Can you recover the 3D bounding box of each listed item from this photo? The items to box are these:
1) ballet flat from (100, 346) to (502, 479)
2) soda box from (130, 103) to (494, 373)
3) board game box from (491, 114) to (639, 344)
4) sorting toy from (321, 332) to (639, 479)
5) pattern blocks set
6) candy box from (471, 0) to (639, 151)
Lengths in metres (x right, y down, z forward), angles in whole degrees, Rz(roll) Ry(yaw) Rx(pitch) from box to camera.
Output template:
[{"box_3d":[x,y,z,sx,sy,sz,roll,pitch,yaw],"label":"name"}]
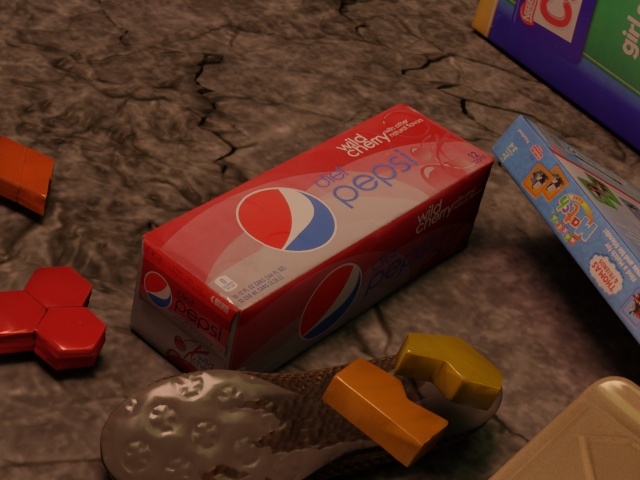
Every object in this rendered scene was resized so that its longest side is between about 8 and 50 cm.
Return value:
[{"box_3d":[-0.010,0.109,0.922,0.250,0.058,0.084,-10,79,-19],"label":"ballet flat"},{"box_3d":[0.000,0.000,1.029,0.092,0.083,0.263,35,44,25],"label":"soda box"},{"box_3d":[0.221,0.015,1.048,0.160,0.039,0.211,25,24,-42],"label":"board game box"},{"box_3d":[0.154,0.155,0.844,0.307,0.041,0.229,38,33,16],"label":"sorting toy"},{"box_3d":[-0.306,-0.011,1.001,0.285,0.026,0.325,-8,43,-24],"label":"pattern blocks set"},{"box_3d":[0.298,-0.216,1.231,0.122,0.268,0.317,-16,46,-36],"label":"candy box"}]
